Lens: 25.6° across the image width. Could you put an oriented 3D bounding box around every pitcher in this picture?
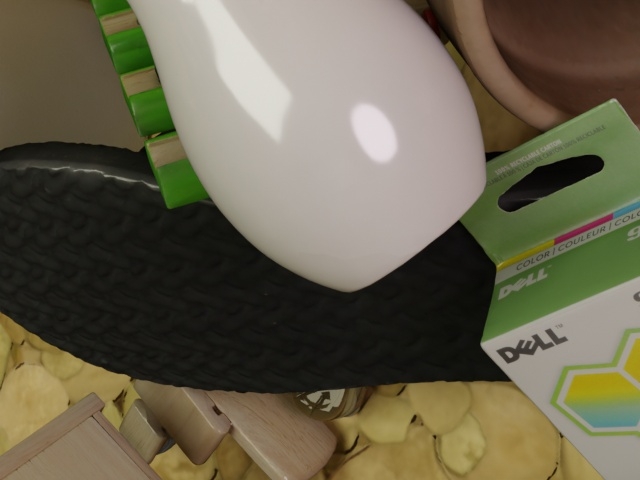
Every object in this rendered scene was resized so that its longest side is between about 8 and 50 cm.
[{"bbox_3d":[-0.004,-0.096,0.652,0.207,0.178,0.125,52,141,-6],"label":"pitcher"}]

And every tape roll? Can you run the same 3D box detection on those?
[{"bbox_3d":[-0.270,-0.078,1.040,0.246,0.169,0.246,-2,87,39],"label":"tape roll"}]

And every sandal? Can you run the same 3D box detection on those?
[{"bbox_3d":[0.002,0.002,0.800,0.445,0.107,0.168,2,129,15],"label":"sandal"}]

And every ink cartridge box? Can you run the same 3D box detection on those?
[{"bbox_3d":[0.152,0.044,0.675,0.109,0.209,0.062,-27,26,36],"label":"ink cartridge box"}]

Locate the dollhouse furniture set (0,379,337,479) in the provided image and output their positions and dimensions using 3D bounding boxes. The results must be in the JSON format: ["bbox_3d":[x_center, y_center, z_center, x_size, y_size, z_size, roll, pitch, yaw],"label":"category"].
[{"bbox_3d":[-0.138,0.252,0.919,0.198,0.286,0.303,46,137,11],"label":"dollhouse furniture set"}]

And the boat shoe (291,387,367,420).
[{"bbox_3d":[0.022,0.037,0.879,0.056,0.048,0.153,11,91,28],"label":"boat shoe"}]

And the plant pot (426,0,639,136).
[{"bbox_3d":[0.135,-0.215,0.688,0.263,0.263,0.229,-55,41,23],"label":"plant pot"}]

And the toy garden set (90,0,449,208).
[{"bbox_3d":[-0.020,-0.134,0.793,0.244,0.203,0.049,-117,13,-49],"label":"toy garden set"}]
